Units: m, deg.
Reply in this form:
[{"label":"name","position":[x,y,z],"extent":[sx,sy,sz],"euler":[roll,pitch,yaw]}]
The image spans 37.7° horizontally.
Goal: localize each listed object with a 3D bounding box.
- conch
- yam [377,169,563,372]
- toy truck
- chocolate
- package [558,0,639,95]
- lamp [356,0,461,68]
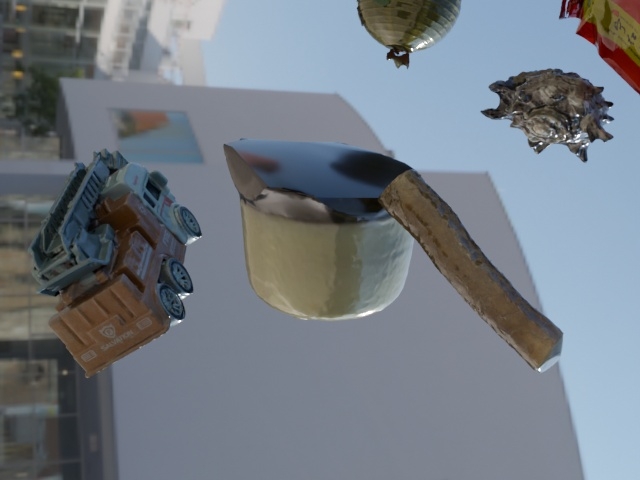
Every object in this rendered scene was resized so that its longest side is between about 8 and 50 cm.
[{"label":"conch","position":[0.473,-0.277,1.975],"extent":[0.313,0.240,0.186],"euler":[39,-72,51]},{"label":"yam","position":[0.221,0.040,1.367],"extent":[0.357,0.081,0.081],"euler":[48,-36,14]},{"label":"toy truck","position":[-0.262,-0.001,1.188],"extent":[0.184,0.133,0.338],"euler":[53,16,-25]},{"label":"chocolate","position":[0.000,0.000,1.599],"extent":[0.314,0.326,0.297],"euler":[39,-57,57]},{"label":"package","position":[0.632,-0.390,1.779],"extent":[0.423,0.123,0.196],"euler":[55,-28,32]},{"label":"lamp","position":[0.203,-0.533,2.181],"extent":[0.250,0.250,0.284],"euler":[178,-78,-69]}]
